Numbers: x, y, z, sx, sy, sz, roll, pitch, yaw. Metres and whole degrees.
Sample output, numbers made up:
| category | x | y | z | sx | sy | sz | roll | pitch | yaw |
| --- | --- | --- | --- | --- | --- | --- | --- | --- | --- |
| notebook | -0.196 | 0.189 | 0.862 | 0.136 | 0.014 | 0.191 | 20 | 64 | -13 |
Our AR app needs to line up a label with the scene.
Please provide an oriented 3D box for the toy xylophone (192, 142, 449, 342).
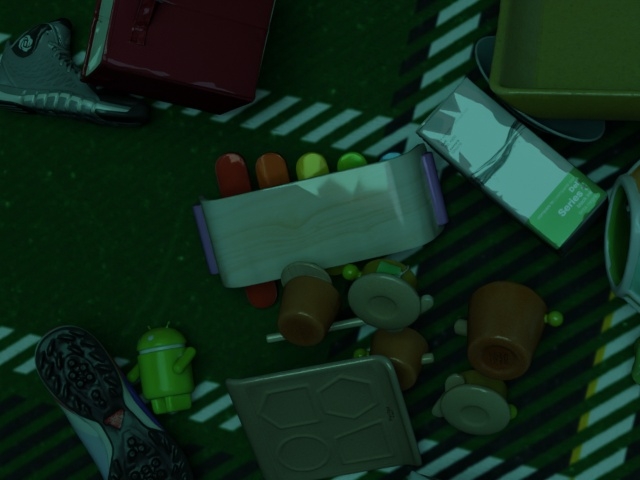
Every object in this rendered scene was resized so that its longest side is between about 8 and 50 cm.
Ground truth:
| category | x | y | z | sx | sy | sz | roll | pitch | yaw |
| --- | --- | --- | --- | --- | --- | --- | --- | --- | --- |
| toy xylophone | 0.000 | 0.000 | 1.739 | 0.323 | 0.081 | 0.236 | -5 | 102 | 6 |

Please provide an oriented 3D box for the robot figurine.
| category | x | y | z | sx | sy | sz | roll | pitch | yaw |
| --- | --- | --- | --- | --- | --- | --- | --- | --- | --- |
| robot figurine | -0.198 | 0.162 | 1.774 | 0.101 | 0.067 | 0.115 | -15 | 82 | 41 |

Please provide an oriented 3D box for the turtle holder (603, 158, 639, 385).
| category | x | y | z | sx | sy | sz | roll | pitch | yaw |
| --- | --- | --- | --- | --- | --- | --- | --- | --- | --- |
| turtle holder | 0.442 | 0.012 | 1.587 | 0.228 | 0.320 | 0.243 | 0 | 63 | -3 |

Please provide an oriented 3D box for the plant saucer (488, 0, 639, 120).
| category | x | y | z | sx | sy | sz | roll | pitch | yaw |
| --- | --- | --- | --- | --- | --- | --- | --- | --- | --- |
| plant saucer | 0.377 | -0.242 | 1.635 | 0.333 | 0.081 | 0.332 | 3 | 44 | 11 |

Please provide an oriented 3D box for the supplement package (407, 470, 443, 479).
| category | x | y | z | sx | sy | sz | roll | pitch | yaw |
| --- | --- | --- | --- | --- | --- | --- | --- | --- | --- |
| supplement package | 0.178 | 0.398 | 1.594 | 0.149 | 0.194 | 0.203 | 18 | 86 | 54 |

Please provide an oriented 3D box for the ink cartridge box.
| category | x | y | z | sx | sy | sz | roll | pitch | yaw |
| --- | --- | --- | --- | --- | --- | --- | --- | --- | --- |
| ink cartridge box | 0.233 | -0.085 | 1.671 | 0.219 | 0.160 | 0.092 | 42 | 95 | 11 |

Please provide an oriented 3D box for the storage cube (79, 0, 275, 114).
| category | x | y | z | sx | sy | sz | roll | pitch | yaw |
| --- | --- | --- | --- | --- | --- | --- | --- | --- | --- |
| storage cube | -0.175 | -0.269 | 1.721 | 0.193 | 0.215 | 0.183 | 12 | 86 | -18 |

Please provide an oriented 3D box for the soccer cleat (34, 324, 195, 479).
| category | x | y | z | sx | sy | sz | roll | pitch | yaw |
| --- | --- | --- | --- | --- | --- | --- | --- | --- | --- |
| soccer cleat | -0.254 | 0.244 | 1.770 | 0.109 | 0.116 | 0.318 | -33 | 96 | -8 |

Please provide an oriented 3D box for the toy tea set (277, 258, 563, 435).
| category | x | y | z | sx | sy | sz | roll | pitch | yaw |
| --- | --- | --- | --- | --- | --- | --- | --- | --- | --- |
| toy tea set | 0.116 | 0.090 | 1.671 | 0.336 | 0.124 | 0.200 | 26 | 134 | -5 |

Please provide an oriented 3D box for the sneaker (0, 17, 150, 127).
| category | x | y | z | sx | sy | sz | roll | pitch | yaw |
| --- | --- | --- | --- | --- | --- | --- | --- | --- | --- |
| sneaker | -0.325 | -0.227 | 1.833 | 0.229 | 0.086 | 0.132 | 9 | 84 | 13 |

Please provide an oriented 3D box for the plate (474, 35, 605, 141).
| category | x | y | z | sx | sy | sz | roll | pitch | yaw |
| --- | --- | --- | --- | --- | --- | --- | --- | --- | --- |
| plate | 0.260 | -0.178 | 1.679 | 0.188 | 0.188 | 0.024 | 43 | 123 | 12 |

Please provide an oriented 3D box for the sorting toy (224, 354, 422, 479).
| category | x | y | z | sx | sy | sz | roll | pitch | yaw |
| --- | --- | --- | --- | --- | --- | --- | --- | --- | --- |
| sorting toy | 0.006 | 0.217 | 1.694 | 0.208 | 0.193 | 0.038 | -8 | 39 | 12 |
